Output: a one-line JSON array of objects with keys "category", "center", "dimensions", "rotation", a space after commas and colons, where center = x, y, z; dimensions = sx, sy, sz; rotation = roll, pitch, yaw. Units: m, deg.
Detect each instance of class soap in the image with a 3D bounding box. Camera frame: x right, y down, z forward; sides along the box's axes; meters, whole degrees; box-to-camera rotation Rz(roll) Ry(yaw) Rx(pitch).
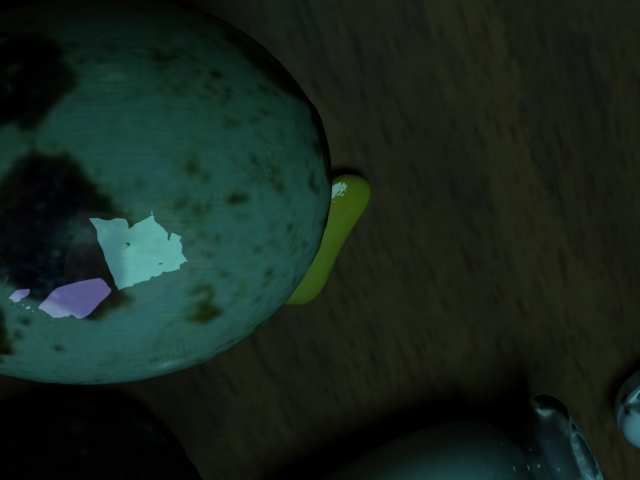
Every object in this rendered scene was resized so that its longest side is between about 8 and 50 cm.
[{"category": "soap", "center": [0.000, 0.000, 0.883], "dimensions": [0.034, 0.012, 0.089], "rotation": [10, 122, -34]}]

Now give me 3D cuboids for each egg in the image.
[{"category": "egg", "center": [-0.109, -0.020, 0.702], "dimensions": [0.231, 0.169, 0.169], "rotation": [-6, 130, -9]}]

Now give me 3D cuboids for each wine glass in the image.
[{"category": "wine glass", "center": [0.070, 0.171, 0.995], "dimensions": [0.204, 0.111, 0.111], "rotation": [-19, 134, -8]}]

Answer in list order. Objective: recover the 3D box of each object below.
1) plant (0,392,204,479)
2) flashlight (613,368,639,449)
[{"category": "plant", "center": [-0.093, 0.226, 0.810], "dimensions": [0.182, 0.320, 0.194], "rotation": [21, 117, -40]}, {"category": "flashlight", "center": [0.264, 0.140, 1.118], "dimensions": [0.093, 0.047, 0.200], "rotation": [-44, 131, 11]}]
